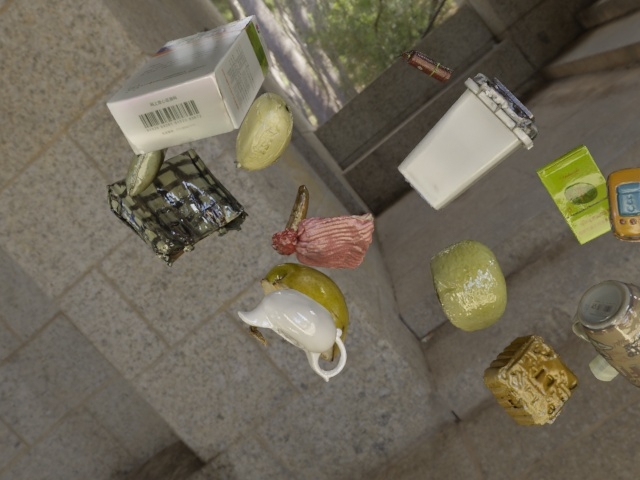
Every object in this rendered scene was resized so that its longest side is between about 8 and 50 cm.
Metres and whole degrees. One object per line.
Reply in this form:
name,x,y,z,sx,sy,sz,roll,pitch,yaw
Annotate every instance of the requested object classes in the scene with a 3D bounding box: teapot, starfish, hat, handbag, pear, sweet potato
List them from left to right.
handbag,-0.459,-0.110,1.733,0.325,0.327,0.162,-33,-22,-32
starfish,-0.209,0.277,1.694,0.041,0.133,0.130,-10,-3,13
sweet potato,-0.087,-0.066,1.929,0.075,0.075,0.273,-58,-15,-67
teapot,-0.052,0.216,1.326,0.139,0.298,0.204,-57,7,-19
pear,-0.021,0.227,1.921,0.191,0.386,0.340,-43,32,-24
hat,0.000,0.000,1.533,0.236,0.287,0.107,102,163,-44
teapot,0.996,0.378,1.777,0.077,0.107,0.200,-93,20,-50

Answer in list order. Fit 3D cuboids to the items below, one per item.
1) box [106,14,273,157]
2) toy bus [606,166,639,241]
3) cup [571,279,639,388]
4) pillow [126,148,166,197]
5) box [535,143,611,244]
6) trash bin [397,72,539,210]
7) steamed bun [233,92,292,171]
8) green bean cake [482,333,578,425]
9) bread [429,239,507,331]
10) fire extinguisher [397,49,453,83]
box,-0.219,-0.288,0.971,0.200,0.106,0.299,-10,37,17
toy bus,0.851,-0.100,1.467,0.126,0.209,0.136,-6,-4,34
cup,0.766,0.217,1.384,0.227,0.257,0.301,-59,18,-16
pillow,-0.461,-0.222,1.454,0.302,0.075,0.184,-128,60,-73
box,0.963,-0.166,1.987,0.187,0.335,0.047,-32,12,21
trash bin,0.415,-0.271,1.550,0.368,0.256,0.296,-44,-8,19
steamed bun,-0.187,-0.364,1.888,0.272,0.166,0.232,-60,25,18
green bean cake,0.652,0.430,1.664,0.230,0.224,0.131,-40,-6,-19
bread,0.528,0.159,1.920,0.237,0.320,0.320,-16,13,12
fire extinguisher,0.254,-0.426,1.305,0.056,0.132,0.039,-31,39,63
